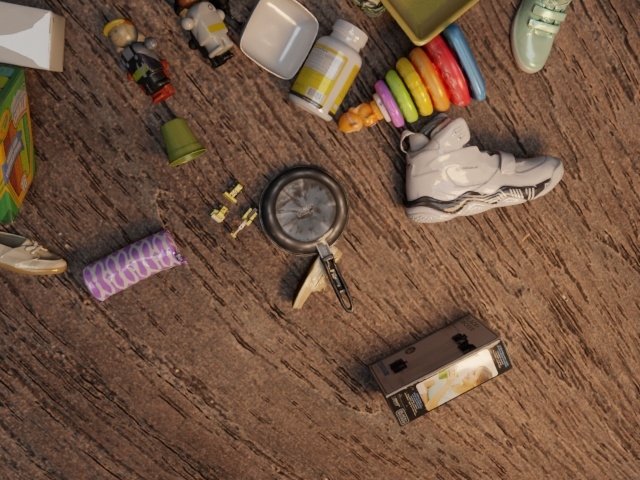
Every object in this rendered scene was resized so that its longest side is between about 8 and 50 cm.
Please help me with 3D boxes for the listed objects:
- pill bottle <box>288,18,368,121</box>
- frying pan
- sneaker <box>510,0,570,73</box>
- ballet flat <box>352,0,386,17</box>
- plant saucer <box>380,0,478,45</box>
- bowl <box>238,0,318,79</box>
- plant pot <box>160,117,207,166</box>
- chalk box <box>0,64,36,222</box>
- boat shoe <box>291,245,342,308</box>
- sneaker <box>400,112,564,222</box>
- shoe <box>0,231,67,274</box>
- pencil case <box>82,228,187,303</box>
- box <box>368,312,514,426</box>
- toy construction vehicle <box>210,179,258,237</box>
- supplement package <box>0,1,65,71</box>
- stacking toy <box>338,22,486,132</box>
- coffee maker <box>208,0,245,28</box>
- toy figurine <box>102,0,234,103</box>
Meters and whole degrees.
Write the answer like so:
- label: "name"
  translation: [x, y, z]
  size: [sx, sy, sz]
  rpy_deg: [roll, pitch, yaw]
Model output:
- label: "pill bottle"
  translation: [0.019, -0.342, 1.167]
  size: [0.103, 0.103, 0.184]
  rpy_deg: [28, 97, -16]
- label: "frying pan"
  translation: [-0.030, -0.001, 1.236]
  size: [0.197, 0.053, 0.327]
  rpy_deg: [-3, 87, -6]
- label: "sneaker"
  translation: [0.478, -0.478, 1.195]
  size: [0.094, 0.151, 0.256]
  rpy_deg: [3, 104, -13]
- label: "ballet flat"
  translation: [0.061, -0.521, 1.151]
  size: [0.188, 0.070, 0.070]
  rpy_deg: [32, 96, -16]
- label: "plant saucer"
  translation: [0.209, -0.595, 1.122]
  size: [0.332, 0.081, 0.333]
  rpy_deg: [-39, 93, 1]
- label: "bowl"
  translation: [-0.087, -0.407, 1.143]
  size: [0.142, 0.053, 0.142]
  rpy_deg: [25, 99, -36]
- label: "plant pot"
  translation: [-0.283, -0.201, 1.166]
  size: [0.083, 0.083, 0.079]
  rpy_deg: [-25, 94, -4]
- label: "chalk box"
  translation: [-0.610, -0.200, 0.989]
  size: [0.179, 0.180, 0.289]
  rpy_deg: [6, 131, -12]
- label: "boat shoe"
  translation: [-0.006, 0.085, 1.291]
  size: [0.059, 0.063, 0.170]
  rpy_deg: [28, 97, -10]
- label: "sneaker"
  translation: [0.345, -0.178, 1.251]
  size: [0.365, 0.137, 0.210]
  rpy_deg: [-15, 109, -3]
- label: "shoe"
  translation: [-0.617, 0.018, 1.152]
  size: [0.218, 0.076, 0.058]
  rpy_deg: [15, 106, -12]
- label: "pencil case"
  translation: [-0.385, 0.052, 1.205]
  size: [0.206, 0.086, 0.088]
  rpy_deg: [-23, 135, -3]
- label: "box"
  translation: [0.273, 0.292, 1.343]
  size: [0.289, 0.169, 0.087]
  rpy_deg: [-26, 105, -2]
- label: "toy construction vehicle"
  translation: [-0.180, -0.065, 1.235]
  size: [0.086, 0.035, 0.098]
  rpy_deg: [43, 93, -17]
- label: "supplement package"
  translation: [-0.569, -0.373, 1.048]
  size: [0.179, 0.105, 0.105]
  rpy_deg: [7, 102, -11]
- label: "stacking toy"
  translation: [0.171, -0.301, 1.195]
  size: [0.301, 0.175, 0.166]
  rpy_deg: [-29, 114, 10]
- label: "coffee maker"
  translation: [-0.167, -0.534, 1.090]
  size: [0.178, 0.120, 0.171]
  rpy_deg: [-52, 148, 5]
- label: "toy figurine"
  translation: [-0.272, -0.365, 1.053]
  size: [0.213, 0.209, 0.148]
  rpy_deg: [-32, 102, -2]
